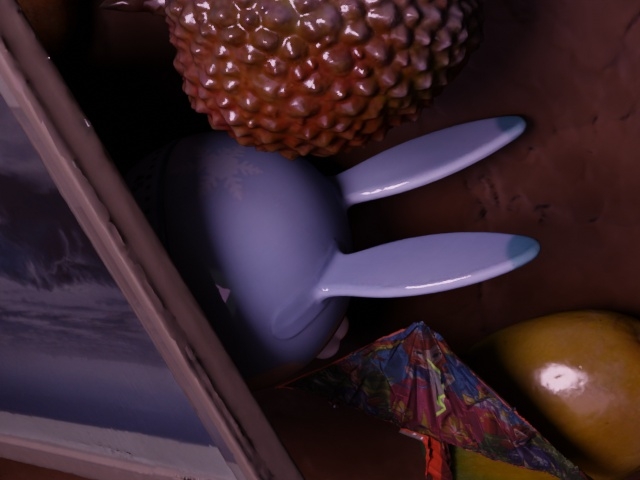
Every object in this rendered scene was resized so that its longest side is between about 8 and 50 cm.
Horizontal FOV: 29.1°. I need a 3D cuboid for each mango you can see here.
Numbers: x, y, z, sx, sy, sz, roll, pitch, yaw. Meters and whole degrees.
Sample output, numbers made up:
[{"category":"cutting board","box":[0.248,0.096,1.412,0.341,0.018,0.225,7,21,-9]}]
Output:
[{"category":"mango","box":[0.144,0.113,0.803,0.130,0.092,0.194,35,133,-16]}]

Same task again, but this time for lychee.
[{"category":"lychee","box":[-0.012,-0.123,0.642,0.197,0.165,0.165,5,123,13]}]

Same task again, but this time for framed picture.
[{"category":"framed picture","box":[-0.234,0.017,0.757,0.446,0.028,0.326,-1,125,46]}]

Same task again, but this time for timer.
[{"category":"timer","box":[-0.008,0.014,0.741,0.255,0.175,0.175,2,123,0]}]

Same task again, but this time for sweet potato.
[{"category":"sweet potato","box":[-0.163,-0.155,0.729,0.056,0.056,0.195,22,129,0]}]

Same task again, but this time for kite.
[{"category":"kite","box":[0.064,0.104,0.760,0.232,0.009,0.189,18,145,25]}]
